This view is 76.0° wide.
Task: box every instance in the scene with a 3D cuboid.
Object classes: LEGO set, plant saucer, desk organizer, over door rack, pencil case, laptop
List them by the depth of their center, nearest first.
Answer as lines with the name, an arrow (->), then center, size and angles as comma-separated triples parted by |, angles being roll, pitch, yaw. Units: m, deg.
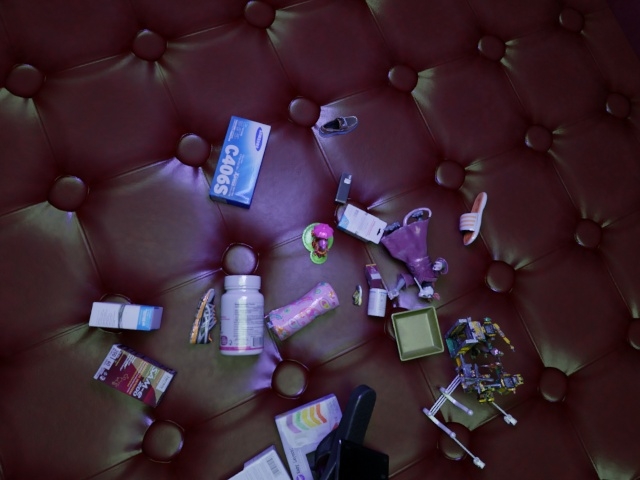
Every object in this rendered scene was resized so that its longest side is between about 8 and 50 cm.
laptop -> 0.048, 0.928, 1.406 | 0.237, 0.382, 0.407 | -12, 52, 30
LEGO set -> 0.634, 0.432, 1.569 | 0.255, 0.192, 0.331 | 4, 55, -3
pencil case -> -0.069, 0.271, 1.579 | 0.284, 0.124, 0.124 | -29, 86, -11
over door rack -> 0.599, 0.698, 1.610 | 0.324, 0.108, 0.239 | 44, 78, 1
plant saucer -> 0.389, 0.375, 1.666 | 0.188, 0.045, 0.188 | -9, 82, -10
desk organizer -> 0.095, -0.215, 1.723 | 0.047, 0.050, 0.130 | 16, 78, -6

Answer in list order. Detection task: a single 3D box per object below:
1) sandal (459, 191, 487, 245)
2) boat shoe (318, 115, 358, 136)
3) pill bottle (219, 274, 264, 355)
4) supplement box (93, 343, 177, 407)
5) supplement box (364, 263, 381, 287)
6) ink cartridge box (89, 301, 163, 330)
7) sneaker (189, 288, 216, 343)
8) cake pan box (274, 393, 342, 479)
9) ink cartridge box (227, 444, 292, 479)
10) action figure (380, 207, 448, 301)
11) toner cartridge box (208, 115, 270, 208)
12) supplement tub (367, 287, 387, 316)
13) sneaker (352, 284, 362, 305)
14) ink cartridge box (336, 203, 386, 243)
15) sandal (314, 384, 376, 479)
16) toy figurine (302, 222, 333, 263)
sandal -> 0.643, -0.102, 1.768 | 0.076, 0.102, 0.265 | 23, 69, -3
boat shoe -> 0.084, -0.495, 1.762 | 0.183, 0.066, 0.066 | -24, 85, -12
pill bottle -> -0.291, 0.276, 1.521 | 0.161, 0.160, 0.282 | 1, 79, -9
supplement box -> -0.661, 0.484, 1.474 | 0.240, 0.073, 0.130 | 28, 77, -4
supplement box -> 0.212, 0.143, 1.656 | 0.043, 0.054, 0.083 | -6, 44, -10
ink cartridge box -> -0.691, 0.271, 1.468 | 0.203, 0.148, 0.085 | 7, 80, -8
sneaker -> -0.430, 0.289, 1.547 | 0.083, 0.084, 0.214 | 17, 81, -19
cake pan box -> -0.018, 0.746, 1.529 | 0.246, 0.070, 0.266 | -16, 83, -9
ink cartridge box -> -0.207, 0.932, 1.471 | 0.239, 0.060, 0.275 | -28, 86, -11
action figure -> 0.388, 0.085, 1.681 | 0.248, 0.276, 0.370 | -20, 101, 26
toner cartridge box -> -0.324, -0.317, 1.665 | 0.165, 0.075, 0.347 | 14, 78, -7
supplement tub -> 0.229, 0.250, 1.651 | 0.071, 0.071, 0.107 | 10, 79, -7
sneaker -> 0.148, 0.222, 1.664 | 0.035, 0.031, 0.083 | 2, 80, -8
ink cartridge box -> 0.170, -0.062, 1.702 | 0.180, 0.060, 0.104 | 27, 77, -3
sandal -> 0.068, 0.716, 1.450 | 0.168, 0.107, 0.445 | 30, 81, -48
toy figurine -> 0.000, 0.000, 1.615 | 0.130, 0.159, 0.173 | 0, 81, -9
